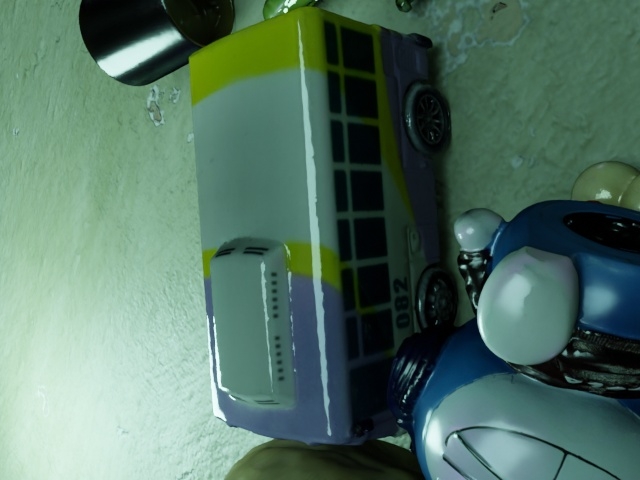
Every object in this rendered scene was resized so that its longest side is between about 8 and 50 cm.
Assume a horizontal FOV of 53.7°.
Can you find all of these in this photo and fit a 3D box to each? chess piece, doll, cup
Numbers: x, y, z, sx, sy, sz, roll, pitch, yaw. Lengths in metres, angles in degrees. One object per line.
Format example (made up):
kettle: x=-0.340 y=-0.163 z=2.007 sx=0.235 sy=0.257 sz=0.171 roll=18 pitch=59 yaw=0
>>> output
chess piece: x=0.299 y=-0.026 z=0.539 sx=0.170 sy=0.094 sz=0.094 roll=28 pitch=111 yaw=42
doll: x=0.198 y=0.129 z=0.523 sx=0.284 sy=0.240 sz=0.310 roll=15 pitch=117 yaw=17
cup: x=-0.246 y=-0.372 z=0.950 sx=0.177 sy=0.166 sz=0.239 roll=-7 pitch=90 yaw=38

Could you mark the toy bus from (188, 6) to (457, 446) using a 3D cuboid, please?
toy bus: x=0.000 y=0.000 z=0.695 sx=0.209 sy=0.249 sz=0.440 roll=-3 pitch=91 yaw=42

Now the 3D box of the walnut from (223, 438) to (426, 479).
walnut: x=0.027 y=0.372 z=0.648 sx=0.381 sy=0.381 sz=0.381 roll=4 pitch=95 yaw=42

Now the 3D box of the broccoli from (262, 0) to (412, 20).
broccoli: x=0.041 y=-0.338 z=0.742 sx=0.198 sy=0.177 sz=0.275 roll=24 pitch=146 yaw=4
